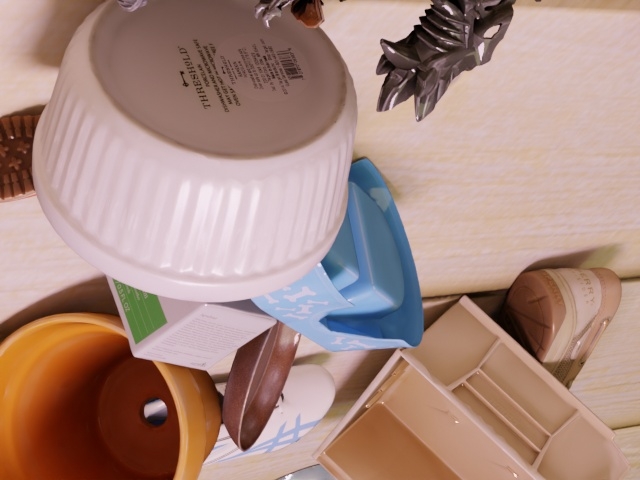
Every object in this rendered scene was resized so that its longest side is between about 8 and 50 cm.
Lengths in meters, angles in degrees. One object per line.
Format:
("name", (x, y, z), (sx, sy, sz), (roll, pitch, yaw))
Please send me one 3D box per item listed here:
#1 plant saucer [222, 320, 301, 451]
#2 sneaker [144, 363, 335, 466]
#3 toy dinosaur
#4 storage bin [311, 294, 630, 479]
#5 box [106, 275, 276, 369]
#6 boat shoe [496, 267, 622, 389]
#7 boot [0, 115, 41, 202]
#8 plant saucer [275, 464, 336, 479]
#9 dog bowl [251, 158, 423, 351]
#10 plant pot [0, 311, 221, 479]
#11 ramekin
("plant saucer", (-0.055, 0.115, 1.504), (0.029, 0.168, 0.168), (19, 156, 10))
("sneaker", (-0.091, 0.181, 1.650), (0.237, 0.085, 0.086), (-17, 160, -16))
("toy dinosaur", (0.031, -0.198, 0.914), (0.322, 0.164, 0.218), (-8, 144, 19))
("storage bin", (0.162, 0.237, 1.753), (0.123, 0.260, 0.262), (-40, 169, -38))
("box", (-0.109, 0.040, 1.321), (0.087, 0.101, 0.102), (-34, 153, 23))
("boat shoe", (0.244, 0.145, 1.816), (0.110, 0.122, 0.341), (-11, 152, -23))
("boot", (-0.182, -0.055, 1.124), (0.158, 0.059, 0.084), (-18, 163, -8))
("plant saucer", (-0.021, 0.349, 2.113), (0.195, 0.037, 0.195), (-19, 155, -9))
("dog bowl", (0.000, 0.000, 1.275), (0.074, 0.166, 0.297), (-18, 158, 17))
("plant pot", (-0.181, 0.163, 1.426), (0.205, 0.205, 0.188), (-29, 172, 15))
("ramekin", (-0.074, -0.074, 1.008), (0.207, 0.207, 0.109), (-10, 143, -25))
